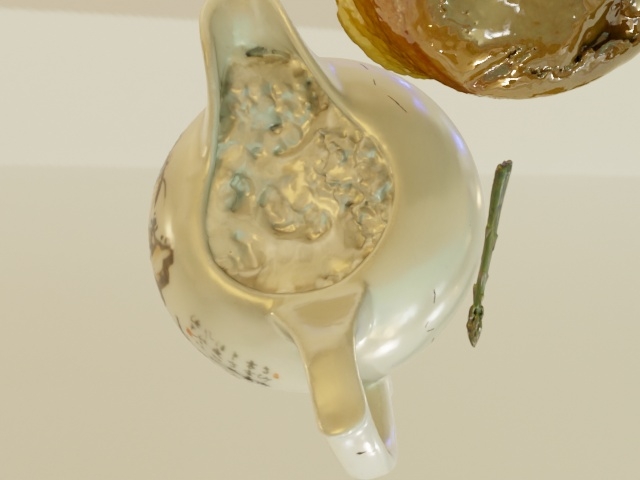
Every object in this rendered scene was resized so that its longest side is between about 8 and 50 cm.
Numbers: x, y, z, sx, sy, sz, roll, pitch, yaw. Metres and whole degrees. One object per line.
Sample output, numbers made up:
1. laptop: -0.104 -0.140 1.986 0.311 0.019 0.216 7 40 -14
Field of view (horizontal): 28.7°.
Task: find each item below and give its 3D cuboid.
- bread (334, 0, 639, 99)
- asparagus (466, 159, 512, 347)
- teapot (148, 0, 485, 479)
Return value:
1. bread: 0.122 -0.191 0.673 0.270 0.143 0.195 -37 -66 -24
2. asparagus: 0.191 0.018 1.430 0.022 0.232 0.023 3 -156 -8
3. teapot: 0.000 0.000 0.754 0.208 0.166 0.299 -16 -122 -3
